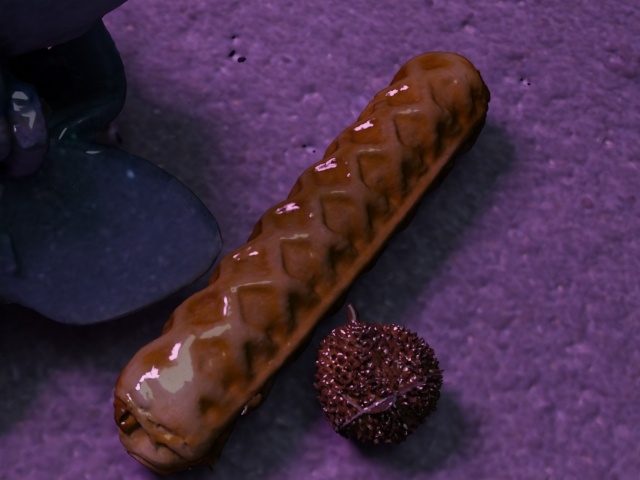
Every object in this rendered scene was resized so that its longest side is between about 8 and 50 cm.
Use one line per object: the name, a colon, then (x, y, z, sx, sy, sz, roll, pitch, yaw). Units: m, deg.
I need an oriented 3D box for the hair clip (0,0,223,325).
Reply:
hair clip: (-0.240, -0.094, 0.670, 0.318, 0.392, 0.238, -20, 41, -23)

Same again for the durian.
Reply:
durian: (0.034, 0.080, 0.734, 0.080, 0.080, 0.091, -13, 83, -19)

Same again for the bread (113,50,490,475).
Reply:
bread: (-0.001, 0.000, 0.771, 0.367, 0.077, 0.084, -48, 119, -30)
